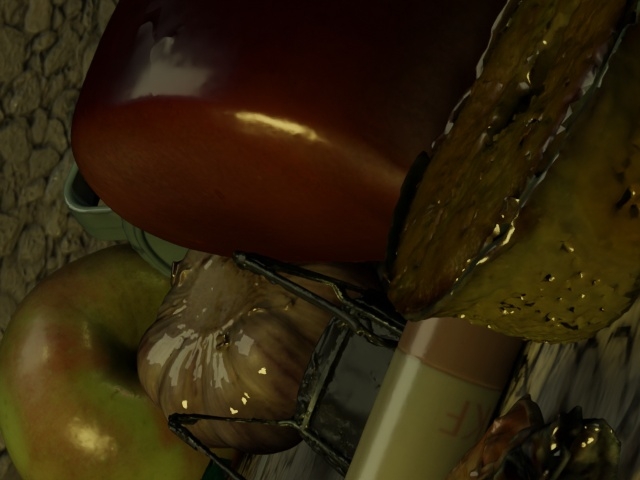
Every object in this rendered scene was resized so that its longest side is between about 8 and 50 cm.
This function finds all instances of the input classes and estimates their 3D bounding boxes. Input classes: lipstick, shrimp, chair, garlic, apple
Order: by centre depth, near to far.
[{"bbox_3d":[0.088,0.134,0.958,0.317,0.062,0.164,118,174,-57],"label":"shrimp"},{"bbox_3d":[0.091,0.047,1.146,0.070,0.070,0.254,-128,60,-82],"label":"lipstick"},{"bbox_3d":[0.030,0.105,1.336,0.145,0.221,0.140,32,103,39],"label":"chair"},{"bbox_3d":[-0.038,0.082,1.675,0.245,0.160,0.245,-32,39,30],"label":"garlic"},{"bbox_3d":[-0.221,0.176,2.197,0.277,0.319,0.319,115,174,-65],"label":"apple"}]

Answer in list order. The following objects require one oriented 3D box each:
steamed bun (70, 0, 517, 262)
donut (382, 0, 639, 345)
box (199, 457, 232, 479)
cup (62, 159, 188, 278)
[{"bbox_3d":[-0.040,-0.124,1.509,0.379,0.248,0.235,-2,60,48],"label":"steamed bun"},{"bbox_3d":[0.141,-0.064,0.990,0.272,0.107,0.272,-60,13,23],"label":"donut"},{"bbox_3d":[-0.113,0.376,1.585,0.264,0.106,0.337,-79,12,-59],"label":"box"},{"bbox_3d":[-0.098,-0.125,2.079,0.257,0.331,0.311,104,180,-58],"label":"cup"}]
